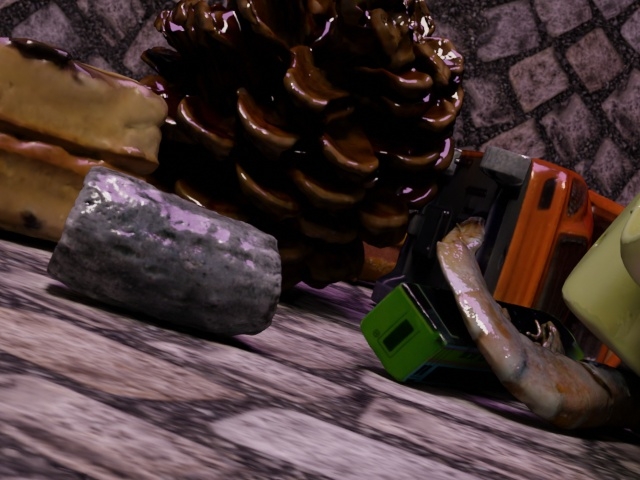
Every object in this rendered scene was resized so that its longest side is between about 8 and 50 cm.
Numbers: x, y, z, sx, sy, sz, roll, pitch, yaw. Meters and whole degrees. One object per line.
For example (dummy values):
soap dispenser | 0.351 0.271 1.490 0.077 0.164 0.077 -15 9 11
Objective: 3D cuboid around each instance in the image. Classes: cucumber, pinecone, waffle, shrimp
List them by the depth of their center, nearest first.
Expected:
cucumber | -0.073 0.009 0.809 0.112 0.064 0.064 20 2 -13
shrimp | 0.129 0.049 0.950 0.195 0.035 0.148 18 32 -53
waffle | -0.306 -0.104 0.991 0.376 0.114 0.261 16 4 -28
pinecone | -0.013 -0.085 1.141 0.243 0.257 0.243 52 13 -17

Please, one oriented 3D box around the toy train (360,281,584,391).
toy train | 0.092 0.062 0.957 0.044 0.042 0.209 56 20 24

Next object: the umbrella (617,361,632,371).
umbrella | 0.329 0.102 1.383 0.073 0.067 0.337 -33 32 -26

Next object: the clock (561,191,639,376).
clock | 0.265 -0.046 0.815 0.117 0.286 0.348 42 -4 1

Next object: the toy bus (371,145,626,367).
toy bus | 0.140 0.014 1.199 0.153 0.143 0.329 18 1 -7

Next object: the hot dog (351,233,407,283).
hot dog | 0.000 -0.004 1.447 0.286 0.061 0.088 15 1 -28
